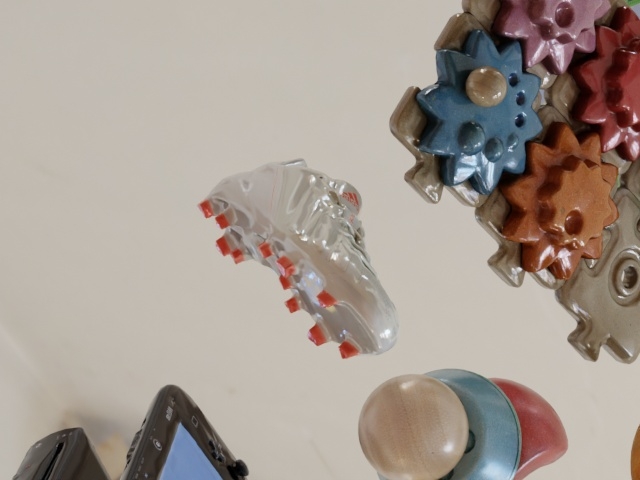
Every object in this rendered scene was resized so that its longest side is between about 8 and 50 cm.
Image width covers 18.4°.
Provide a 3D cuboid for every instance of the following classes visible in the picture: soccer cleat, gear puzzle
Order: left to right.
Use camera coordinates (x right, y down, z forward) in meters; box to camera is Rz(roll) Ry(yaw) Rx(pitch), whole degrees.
[{"bbox_3d":[0.000,0.000,1.085,0.076,0.068,0.196,-30,-148,-14],"label":"soccer cleat"},{"bbox_3d":[0.181,-0.024,1.112,0.044,0.339,0.175,10,-116,51],"label":"gear puzzle"}]

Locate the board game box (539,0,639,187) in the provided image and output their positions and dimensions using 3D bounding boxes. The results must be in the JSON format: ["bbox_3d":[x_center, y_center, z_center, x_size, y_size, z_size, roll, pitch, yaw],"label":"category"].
[{"bbox_3d":[0.179,-0.130,1.289,0.039,0.212,0.160,-9,178,-41],"label":"board game box"}]

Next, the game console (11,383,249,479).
[{"bbox_3d":[-0.100,0.182,1.182,0.044,0.213,0.361,-22,-163,12],"label":"game console"}]

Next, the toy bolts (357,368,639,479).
[{"bbox_3d":[0.131,0.132,1.070,0.228,0.158,0.218,37,-87,28],"label":"toy bolts"}]
